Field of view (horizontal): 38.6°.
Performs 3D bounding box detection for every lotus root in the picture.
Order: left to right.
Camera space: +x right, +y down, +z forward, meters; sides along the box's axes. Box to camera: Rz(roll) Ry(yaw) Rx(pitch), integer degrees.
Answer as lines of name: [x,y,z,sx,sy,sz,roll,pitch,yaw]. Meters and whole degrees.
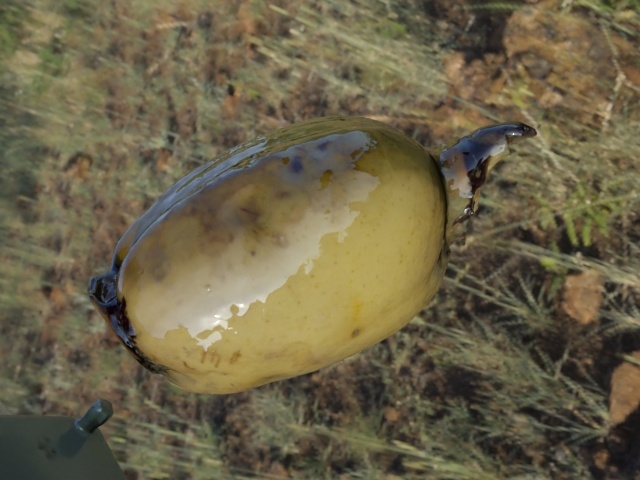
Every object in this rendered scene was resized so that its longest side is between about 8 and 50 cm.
lotus root: [0.000,0.000,0.435,0.125,0.220,0.118,-122,12,-55]

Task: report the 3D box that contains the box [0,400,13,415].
box: [-0.303,0.086,0.447,0.210,0.330,0.095,-36,22,-8]

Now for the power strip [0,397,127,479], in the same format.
power strip: [-0.099,0.159,0.356,0.061,0.145,0.216,-46,63,14]
